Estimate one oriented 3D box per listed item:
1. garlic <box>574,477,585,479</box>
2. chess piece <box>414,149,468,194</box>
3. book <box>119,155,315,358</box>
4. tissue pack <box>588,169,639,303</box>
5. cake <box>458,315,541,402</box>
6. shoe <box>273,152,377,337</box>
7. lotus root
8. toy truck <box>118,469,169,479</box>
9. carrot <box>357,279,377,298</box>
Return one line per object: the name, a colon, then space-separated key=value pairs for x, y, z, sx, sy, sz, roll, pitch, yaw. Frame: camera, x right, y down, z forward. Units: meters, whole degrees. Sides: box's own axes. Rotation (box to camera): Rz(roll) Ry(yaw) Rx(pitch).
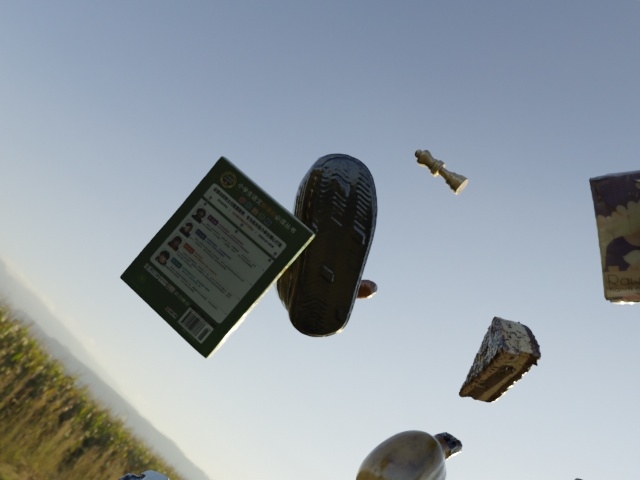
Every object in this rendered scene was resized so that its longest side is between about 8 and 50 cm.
garlic: x=0.520 y=0.554 z=0.977 sx=0.217 sy=0.228 sz=0.110 roll=-20 pitch=-59 yaw=34
chess piece: x=0.335 y=-0.201 z=1.549 sx=0.172 sy=0.060 sz=0.060 roll=41 pitch=-26 yaw=21
book: x=-0.168 y=0.025 z=0.880 sx=0.202 sy=0.264 sz=0.027 roll=41 pitch=2 yaw=10
tissue pack: x=0.847 y=-0.015 z=1.402 sx=0.243 sy=0.125 sz=0.343 roll=-7 pitch=-86 yaw=34
cake: x=0.456 y=0.307 z=1.423 sx=0.112 sy=0.135 sz=0.246 roll=16 pitch=-45 yaw=-7
shoe: x=0.000 y=0.000 z=1.186 sx=0.171 sy=0.383 sz=0.237 roll=5 pitch=10 yaw=-17
lotus root: x=0.217 y=0.541 z=1.292 sx=0.183 sy=0.310 sz=0.182 roll=36 pitch=-41 yaw=39
toy truck: x=-0.207 y=0.313 z=0.593 sx=0.076 sy=0.111 sz=0.076 roll=-7 pitch=-68 yaw=46
carrot: x=0.034 y=0.129 z=1.352 sx=0.216 sy=0.048 sz=0.048 roll=-8 pitch=-47 yaw=15
